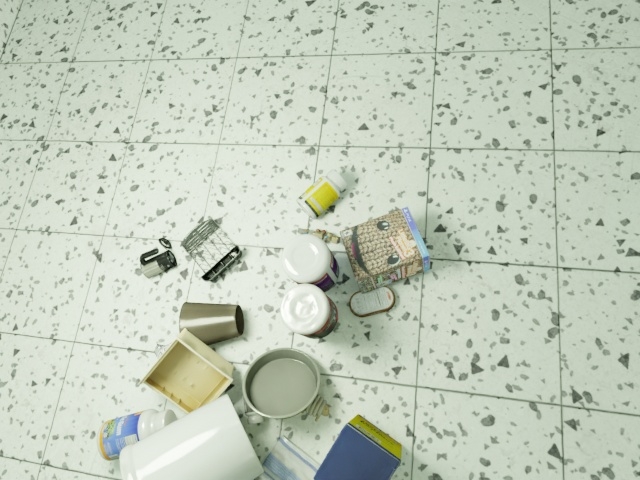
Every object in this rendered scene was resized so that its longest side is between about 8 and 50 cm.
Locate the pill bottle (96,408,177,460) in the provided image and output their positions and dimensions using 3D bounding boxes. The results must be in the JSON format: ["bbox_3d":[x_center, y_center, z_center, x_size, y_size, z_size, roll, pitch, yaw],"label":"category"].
[{"bbox_3d":[-0.707,0.748,1.706,0.272,0.152,0.152,-17,70,5],"label":"pill bottle"}]

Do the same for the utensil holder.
[{"bbox_3d":[-0.431,0.768,1.512,0.385,0.328,0.328,-25,69,-19],"label":"utensil holder"}]

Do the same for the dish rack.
[{"bbox_3d":[-0.489,0.033,1.930,0.208,0.074,0.271,-42,70,-5],"label":"dish rack"}]

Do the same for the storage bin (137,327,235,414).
[{"bbox_3d":[-0.511,0.524,1.680,0.262,0.123,0.260,40,96,-8],"label":"storage bin"}]

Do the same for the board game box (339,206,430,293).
[{"bbox_3d":[0.253,0.039,1.729,0.291,0.141,0.232,-21,61,4],"label":"board game box"}]

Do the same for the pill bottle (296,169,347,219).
[{"bbox_3d":[0.008,-0.200,1.881,0.208,0.119,0.119,-43,70,-4],"label":"pill bottle"}]

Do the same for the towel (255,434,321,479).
[{"bbox_3d":[-0.139,0.900,1.613,0.209,0.034,0.285,32,82,19],"label":"towel"}]

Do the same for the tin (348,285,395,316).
[{"bbox_3d":[0.206,0.244,1.750,0.189,0.040,0.106,-17,75,5],"label":"tin"}]

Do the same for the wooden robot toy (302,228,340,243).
[{"bbox_3d":[0.000,0.000,1.862,0.173,0.076,0.079,12,111,14],"label":"wooden robot toy"}]

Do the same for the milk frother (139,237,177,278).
[{"bbox_3d":[-0.731,0.074,1.962,0.134,0.129,0.143,-24,27,3],"label":"milk frother"}]

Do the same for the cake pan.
[{"bbox_3d":[-0.144,0.541,1.648,0.293,0.054,0.293,-3,41,2],"label":"cake pan"}]

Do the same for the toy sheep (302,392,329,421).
[{"bbox_3d":[-0.025,0.621,1.650,0.132,0.091,0.091,25,79,11],"label":"toy sheep"}]

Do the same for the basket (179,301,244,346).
[{"bbox_3d":[-0.439,0.337,1.789,0.226,0.154,0.204,-8,70,4],"label":"basket"}]

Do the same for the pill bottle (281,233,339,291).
[{"bbox_3d":[-0.027,0.103,1.684,0.181,0.323,0.182,-3,72,10],"label":"pill bottle"}]

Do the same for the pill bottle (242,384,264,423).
[{"bbox_3d":[-0.257,0.634,1.694,0.078,0.078,0.137,-13,71,7],"label":"pill bottle"}]

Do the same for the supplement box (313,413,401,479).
[{"bbox_3d":[0.137,0.724,1.441,0.195,0.356,0.194,30,81,18],"label":"supplement box"}]

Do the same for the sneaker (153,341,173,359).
[{"bbox_3d":[-0.669,0.449,1.852,0.098,0.038,0.069,-45,71,-5],"label":"sneaker"}]

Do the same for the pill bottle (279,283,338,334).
[{"bbox_3d":[-0.029,0.275,1.633,0.176,0.318,0.176,-3,73,10],"label":"pill bottle"}]
